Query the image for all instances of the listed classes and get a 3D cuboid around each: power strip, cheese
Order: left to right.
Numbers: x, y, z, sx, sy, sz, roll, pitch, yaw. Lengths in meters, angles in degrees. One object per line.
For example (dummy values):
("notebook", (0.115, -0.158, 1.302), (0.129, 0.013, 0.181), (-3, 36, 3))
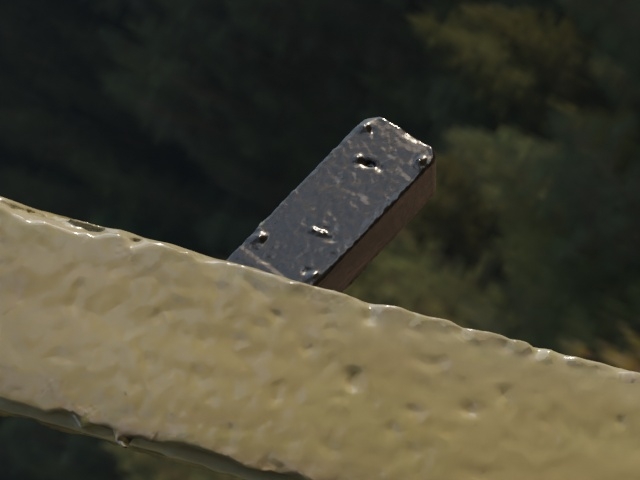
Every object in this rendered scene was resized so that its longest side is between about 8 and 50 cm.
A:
("cheese", (-0.005, 0.053, 0.688), (0.034, 0.400, 0.085), (102, -174, -79))
("power strip", (0.000, 0.000, 0.767), (0.111, 0.038, 0.029), (-46, -26, -21))
